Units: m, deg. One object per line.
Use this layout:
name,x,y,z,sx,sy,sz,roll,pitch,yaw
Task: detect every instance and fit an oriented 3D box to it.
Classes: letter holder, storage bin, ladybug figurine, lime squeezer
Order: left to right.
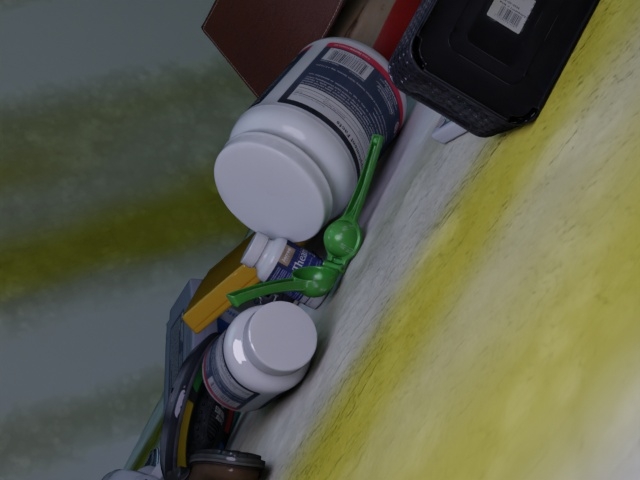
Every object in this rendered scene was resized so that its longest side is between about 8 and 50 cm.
letter holder,-0.030,-0.396,1.514,0.152,0.214,0.302,-25,-18,-43
lime squeezer,0.000,0.000,1.153,0.059,0.110,0.310,1,43,52
ladybug figurine,0.068,-0.311,1.603,0.449,0.162,0.305,-60,10,-2
storage bin,0.153,-0.193,0.782,0.180,0.122,0.084,-61,8,-6

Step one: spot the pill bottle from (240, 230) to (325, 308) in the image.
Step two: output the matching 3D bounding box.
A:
pill bottle,-0.044,0.037,1.223,0.067,0.120,0.067,-59,8,14

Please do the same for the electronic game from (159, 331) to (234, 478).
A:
electronic game,-0.156,0.236,1.219,0.229,0.048,0.229,9,-90,-77

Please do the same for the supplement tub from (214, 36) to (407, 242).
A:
supplement tub,-0.010,-0.145,1.283,0.272,0.191,0.191,-55,2,-39

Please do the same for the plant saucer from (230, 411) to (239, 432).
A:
plant saucer,-0.166,0.331,1.332,0.067,0.018,0.192,-50,12,54

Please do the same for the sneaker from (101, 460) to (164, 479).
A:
sneaker,-0.343,0.506,1.427,0.366,0.137,0.210,-52,9,19

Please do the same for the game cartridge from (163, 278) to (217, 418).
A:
game cartridge,-0.243,0.233,1.689,0.198,0.062,0.297,-45,40,49

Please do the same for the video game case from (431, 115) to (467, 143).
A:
video game case,0.187,-0.193,0.938,0.173,0.022,0.190,-62,8,-9

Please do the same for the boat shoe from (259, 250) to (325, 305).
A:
boat shoe,-0.062,0.077,1.405,0.206,0.065,0.075,-53,11,45

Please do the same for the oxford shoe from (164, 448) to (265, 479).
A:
oxford shoe,-0.119,0.291,1.014,0.227,0.082,0.096,130,148,-54

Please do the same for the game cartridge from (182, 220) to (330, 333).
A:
game cartridge,-0.095,0.017,1.544,0.285,0.053,0.324,-40,9,8

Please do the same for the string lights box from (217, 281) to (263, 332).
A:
string lights box,-0.183,0.167,1.809,0.260,0.076,0.133,-53,10,44

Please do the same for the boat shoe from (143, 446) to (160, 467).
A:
boat shoe,-0.333,0.449,1.611,0.065,0.083,0.183,143,144,-62

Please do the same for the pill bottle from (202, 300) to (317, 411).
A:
pill bottle,-0.070,0.136,1.083,0.108,0.108,0.180,-65,9,-28
